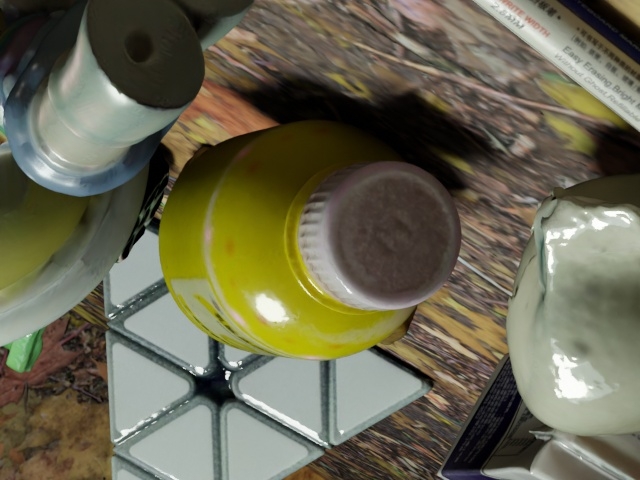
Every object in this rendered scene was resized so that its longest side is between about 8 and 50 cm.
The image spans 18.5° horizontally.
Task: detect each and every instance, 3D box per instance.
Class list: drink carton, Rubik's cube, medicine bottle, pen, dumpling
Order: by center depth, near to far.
[{"bbox_3d":[0.078,-0.076,0.666,0.204,0.025,0.025,36,169,-19],"label":"pen"},{"bbox_3d":[0.139,0.028,0.792,0.127,0.108,0.188,5,152,4],"label":"dumpling"},{"bbox_3d":[0.000,0.000,0.972,0.122,0.122,0.212,34,170,-15],"label":"medicine bottle"},{"bbox_3d":[0.173,0.134,1.186,0.134,0.102,0.222,34,168,-5],"label":"drink carton"},{"bbox_3d":[-0.075,0.113,1.674,0.233,0.229,0.228,66,148,35],"label":"Rubik's cube"}]

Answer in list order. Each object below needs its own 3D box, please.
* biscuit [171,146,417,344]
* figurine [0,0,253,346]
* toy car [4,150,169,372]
[{"bbox_3d":[-0.024,0.017,1.352,0.183,0.047,0.320,34,171,-1],"label":"biscuit"},{"bbox_3d":[-0.153,-0.042,0.922,0.205,0.224,0.382,38,167,-22],"label":"figurine"},{"bbox_3d":[-0.227,-0.042,1.273,0.213,0.176,0.359,29,169,3],"label":"toy car"}]
